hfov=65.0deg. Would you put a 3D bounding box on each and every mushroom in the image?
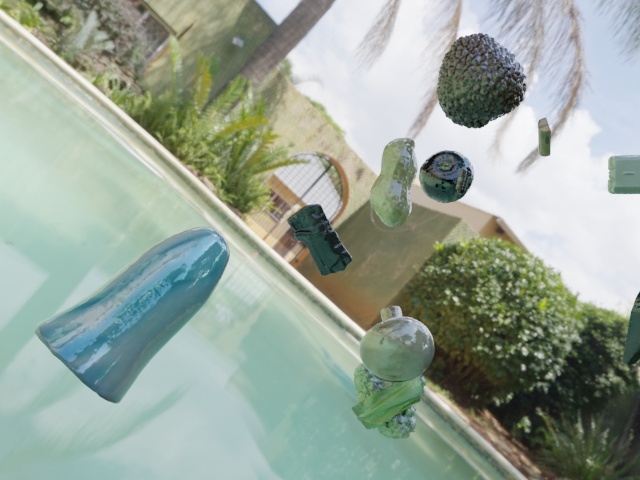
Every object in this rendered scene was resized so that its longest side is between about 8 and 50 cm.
[{"bbox_3d":[0.207,0.276,1.400,0.207,0.207,0.215,43,27,-35],"label":"mushroom"}]

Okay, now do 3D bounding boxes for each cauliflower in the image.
[{"bbox_3d":[0.235,0.476,1.562,0.239,0.315,0.256,27,42,-36],"label":"cauliflower"}]

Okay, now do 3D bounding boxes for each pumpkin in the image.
[{"bbox_3d":[0.526,-0.270,2.111,0.233,0.233,0.163,40,-10,31],"label":"pumpkin"}]

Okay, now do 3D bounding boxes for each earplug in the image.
[{"bbox_3d":[-0.291,0.096,0.871,0.185,0.324,0.185,39,-19,16],"label":"earplug"}]

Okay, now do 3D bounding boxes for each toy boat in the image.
[{"bbox_3d":[1.090,-0.214,1.663,0.270,0.140,0.141,2,-2,-1],"label":"toy boat"}]

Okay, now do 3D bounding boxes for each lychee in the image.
[{"bbox_3d":[0.443,-0.457,1.421,0.271,0.271,0.271,42,-2,2],"label":"lychee"}]

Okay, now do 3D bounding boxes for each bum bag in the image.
[{"bbox_3d":[0.000,0.000,1.585,0.248,0.123,0.060,59,9,-26],"label":"bum bag"}]

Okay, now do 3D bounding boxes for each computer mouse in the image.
[{"bbox_3d":[1.047,0.271,1.594,0.168,0.295,0.087,-14,23,-39],"label":"computer mouse"}]

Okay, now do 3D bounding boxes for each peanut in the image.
[{"bbox_3d":[0.204,-0.166,1.402,0.124,0.256,0.123,8,-8,1],"label":"peanut"}]

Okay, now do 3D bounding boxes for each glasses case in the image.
[{"bbox_3d":[0.859,-0.394,1.934,0.170,0.041,0.064,47,33,-56],"label":"glasses case"}]

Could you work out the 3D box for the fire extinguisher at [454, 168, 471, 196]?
[{"bbox_3d":[0.499,-0.198,1.750,0.046,0.100,0.032,13,2,17],"label":"fire extinguisher"}]
